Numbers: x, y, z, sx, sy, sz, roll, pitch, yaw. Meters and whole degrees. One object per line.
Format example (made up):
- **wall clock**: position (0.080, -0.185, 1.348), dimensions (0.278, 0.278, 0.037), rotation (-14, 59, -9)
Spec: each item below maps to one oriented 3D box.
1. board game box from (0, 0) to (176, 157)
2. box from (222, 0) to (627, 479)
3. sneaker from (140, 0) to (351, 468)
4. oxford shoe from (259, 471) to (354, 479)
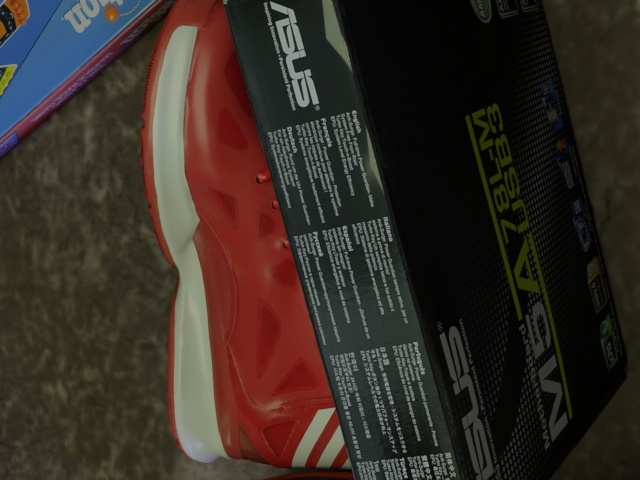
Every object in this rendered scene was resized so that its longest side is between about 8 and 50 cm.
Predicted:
- **board game box**: position (-0.155, -0.132, 0.638), dimensions (0.281, 0.027, 0.145), rotation (-34, 86, 29)
- **box**: position (0.050, -0.009, 0.482), dimensions (0.045, 0.184, 0.190), rotation (-11, 97, 27)
- **sneaker**: position (0.000, 0.000, 0.579), dimensions (0.128, 0.087, 0.221), rotation (6, 118, 16)
- **oxford shoe**: position (0.085, 0.182, 0.470), dimensions (0.364, 0.130, 0.132), rotation (9, 113, 53)
